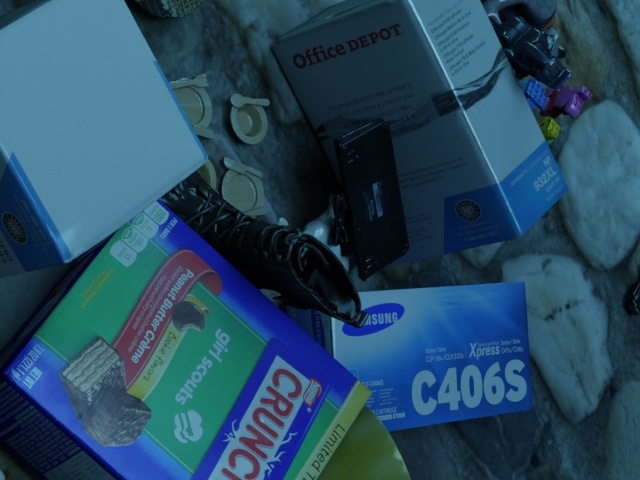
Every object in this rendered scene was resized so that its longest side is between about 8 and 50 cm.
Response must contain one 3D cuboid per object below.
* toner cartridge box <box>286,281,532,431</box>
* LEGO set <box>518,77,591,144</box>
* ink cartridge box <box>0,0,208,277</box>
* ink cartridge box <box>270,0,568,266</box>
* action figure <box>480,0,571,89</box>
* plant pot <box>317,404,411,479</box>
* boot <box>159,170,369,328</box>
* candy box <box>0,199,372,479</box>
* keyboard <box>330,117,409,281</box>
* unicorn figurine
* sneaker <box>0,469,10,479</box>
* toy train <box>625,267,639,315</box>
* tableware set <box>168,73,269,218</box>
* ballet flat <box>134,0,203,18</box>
[{"bbox_3d":[0.113,0.137,1.999,0.348,0.075,0.165,-3,87,-44],"label":"toner cartridge box"},{"bbox_3d":[0.296,-0.144,2.236,0.087,0.093,0.227,41,55,-30],"label":"LEGO set"},{"bbox_3d":[-0.289,-0.090,1.533,0.197,0.270,0.198,-40,109,-40],"label":"ink cartridge box"},{"bbox_3d":[0.116,-0.145,1.971,0.129,0.223,0.307,-40,108,-42],"label":"ink cartridge box"},{"bbox_3d":[0.225,-0.320,2.001,0.178,0.341,0.330,-36,131,-9],"label":"action figure"},{"bbox_3d":[0.028,0.254,1.794,0.095,0.134,0.134,-24,99,-15],"label":"plant pot"},{"bbox_3d":[-0.083,-0.013,1.731,0.263,0.229,0.091,43,74,-33],"label":"boot"},{"bbox_3d":[-0.146,0.159,1.675,0.317,0.122,0.268,44,53,-12],"label":"candy box"},{"bbox_3d":[0.047,-0.042,1.926,0.108,0.023,0.180,-31,123,-33],"label":"keyboard"},{"bbox_3d":[0.000,0.000,1.938,0.162,0.060,0.111,51,57,-28],"label":"unicorn figurine"},{"bbox_3d":[-0.366,0.216,1.512,0.279,0.107,0.118,50,60,-21],"label":"sneaker"},{"bbox_3d":[0.474,0.045,2.415,0.036,0.027,0.158,47,52,-13],"label":"toy train"},{"bbox_3d":[-0.113,-0.103,1.882,0.141,0.020,0.168,7,75,-43],"label":"tableware set"},{"bbox_3d":[-0.175,-0.488,1.795,0.164,0.182,0.482,-7,86,-35],"label":"ballet flat"}]
